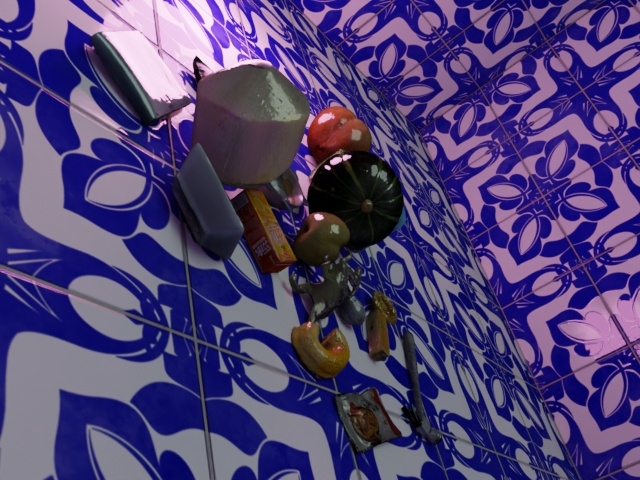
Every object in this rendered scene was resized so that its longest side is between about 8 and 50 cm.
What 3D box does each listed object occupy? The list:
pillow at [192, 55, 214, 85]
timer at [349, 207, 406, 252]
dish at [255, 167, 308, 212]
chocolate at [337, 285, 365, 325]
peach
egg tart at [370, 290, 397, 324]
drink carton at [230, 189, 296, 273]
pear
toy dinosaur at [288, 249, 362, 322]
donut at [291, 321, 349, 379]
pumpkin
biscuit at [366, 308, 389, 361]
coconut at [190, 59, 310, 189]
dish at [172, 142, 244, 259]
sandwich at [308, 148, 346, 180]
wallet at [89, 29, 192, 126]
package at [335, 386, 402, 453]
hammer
[{"bbox_3d":[-0.352,-0.490,2.026,0.090,0.048,0.150,14,50,-48],"label":"pillow"},{"bbox_3d":[0.193,-0.079,2.345,0.091,0.231,0.250,43,26,-36],"label":"timer"},{"bbox_3d":[-0.141,-0.155,1.952,0.236,0.086,0.228,18,44,-57],"label":"dish"},{"bbox_3d":[0.075,0.182,1.951,0.167,0.072,0.072,57,22,1],"label":"chocolate"},{"bbox_3d":[0.066,-0.378,2.499,0.252,0.252,0.253,44,25,-27],"label":"peach"},{"bbox_3d":[0.206,0.228,2.183,0.130,0.052,0.130,42,26,-27],"label":"egg tart"},{"bbox_3d":[-0.156,-0.024,1.759,0.223,0.071,0.096,62,21,14],"label":"drink carton"},{"bbox_3d":[0.000,0.000,1.928,0.136,0.167,0.167,35,29,-25],"label":"pear"},{"bbox_3d":[0.028,0.125,1.833,0.294,0.077,0.162,-31,112,-36],"label":"toy dinosaur"},{"bbox_3d":[0.010,0.281,1.681,0.181,0.078,0.146,28,33,-47],"label":"donut"},{"bbox_3d":[0.113,-0.131,2.139,0.323,0.323,0.241,50,2,-14],"label":"pumpkin"},{"bbox_3d":[0.175,0.291,2.027,0.052,0.056,0.188,47,23,-27],"label":"biscuit"},{"bbox_3d":[-0.183,-0.318,1.713,0.297,0.310,0.298,15,33,-10],"label":"coconut"},{"bbox_3d":[-0.278,-0.079,1.529,0.080,0.182,0.243,-22,75,-28],"label":"dish"},{"bbox_3d":[0.045,-0.223,2.302,0.109,0.184,0.160,40,23,-17],"label":"sandwich"},{"bbox_3d":[-0.463,-0.434,1.718,0.251,0.054,0.290,56,17,-11],"label":"wallet"},{"bbox_3d":[0.124,0.463,1.719,0.239,0.030,0.154,11,47,-59],"label":"package"},{"bbox_3d":[0.306,0.450,2.105,0.152,0.044,0.427,45,23,-23],"label":"hammer"}]
